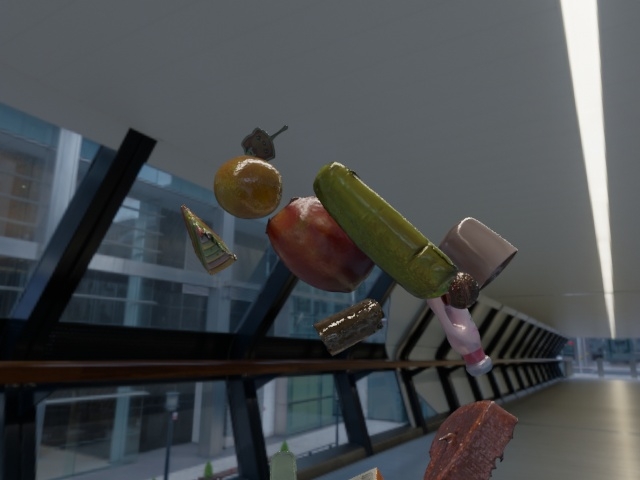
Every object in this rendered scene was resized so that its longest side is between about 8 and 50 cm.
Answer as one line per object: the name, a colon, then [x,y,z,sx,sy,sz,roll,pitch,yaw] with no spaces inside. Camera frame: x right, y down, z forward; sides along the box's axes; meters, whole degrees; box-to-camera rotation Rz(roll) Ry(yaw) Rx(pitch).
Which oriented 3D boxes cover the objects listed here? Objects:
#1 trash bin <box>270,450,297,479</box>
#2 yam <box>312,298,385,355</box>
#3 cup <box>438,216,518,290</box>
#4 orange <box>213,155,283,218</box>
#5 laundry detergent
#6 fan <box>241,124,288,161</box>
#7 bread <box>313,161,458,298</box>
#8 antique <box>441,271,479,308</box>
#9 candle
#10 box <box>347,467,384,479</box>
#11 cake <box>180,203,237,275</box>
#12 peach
trash bin: [-0.076,0.519,0.988,0.059,0.116,0.129,-2,-39,-5]
yam: [0.103,0.300,1.657,0.238,0.129,0.128,-27,2,-11]
cup: [0.540,0.041,1.628,0.191,0.200,0.253,-53,-25,17]
orange: [-0.244,-0.178,1.593,0.237,0.236,0.236,1,-13,0]
laundry detergent: [0.425,0.258,1.465,0.088,0.335,0.159,-29,-3,37]
fan: [-0.201,-0.363,1.738,0.220,0.132,0.009,-28,3,30]
bread: [0.127,-0.017,1.023,0.383,0.112,0.166,44,1,9]
antique: [0.367,0.130,1.233,0.104,0.104,0.104,1,-13,0]
candle: [0.385,0.539,1.243,0.131,0.287,0.317,38,23,9]
box: [0.091,0.820,1.384,0.221,0.091,0.274,-29,3,13]
cake: [-0.319,0.007,1.266,0.090,0.109,0.225,-36,-29,-4]
peach: [0.000,0.000,1.345,0.338,0.281,0.281,33,-25,-19]
